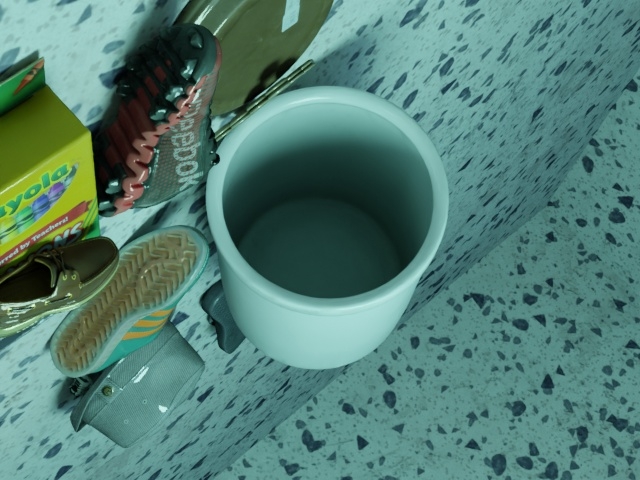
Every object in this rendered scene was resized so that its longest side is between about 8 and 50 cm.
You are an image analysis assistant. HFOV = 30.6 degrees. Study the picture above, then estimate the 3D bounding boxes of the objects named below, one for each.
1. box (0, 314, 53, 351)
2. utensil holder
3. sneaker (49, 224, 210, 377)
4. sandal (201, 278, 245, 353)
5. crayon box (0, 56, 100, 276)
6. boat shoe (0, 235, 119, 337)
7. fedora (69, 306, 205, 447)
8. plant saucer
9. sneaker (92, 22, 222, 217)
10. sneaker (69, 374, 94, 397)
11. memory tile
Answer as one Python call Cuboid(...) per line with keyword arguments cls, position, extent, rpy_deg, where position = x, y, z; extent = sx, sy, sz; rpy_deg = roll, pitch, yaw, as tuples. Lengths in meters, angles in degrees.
Cuboid(cls="box", position=(-0.362, 0.087, 1.394), extent=(0.116, 0.029, 0.162), rpy_deg=(-36, -163, -11))
Cuboid(cls="utensil holder", position=(0.000, 0.000, 1.736), extent=(0.327, 0.327, 0.385), rpy_deg=(-40, 168, -15))
Cuboid(cls="sneaker", position=(-0.259, 0.081, 1.688), extent=(0.302, 0.108, 0.121), rpy_deg=(-41, 168, 20))
Cuboid(cls="sandal", position=(-0.173, 0.131, 2.167), extent=(0.097, 0.054, 0.254), rpy_deg=(-47, 157, -18))
Cuboid(cls="crayon box", position=(-0.335, -0.029, 1.214), extent=(0.202, 0.081, 0.318), rpy_deg=(-38, 164, -22))
Cuboid(cls="boat shoe", position=(-0.286, 0.042, 1.250), extent=(0.178, 0.064, 0.060), rpy_deg=(-30, 162, -35))
Cuboid(cls="fedora", position=(-0.282, 0.235, 1.915), extent=(0.275, 0.124, 0.244), rpy_deg=(-49, 178, 3))
Cuboid(cls="plant saucer", position=(-0.078, -0.247, 1.383), extent=(0.278, 0.041, 0.278), rpy_deg=(-41, 164, -14))
Cuboid(cls="sneaker", position=(-0.164, -0.133, 1.304), extent=(0.135, 0.098, 0.276), rpy_deg=(-3, 143, -39))
Cuboid(cls="sneaker", position=(-0.388, 0.235, 1.891), extent=(0.037, 0.032, 0.083), rpy_deg=(-39, 164, -20))
Cuboid(cls="memory tile", position=(-0.075, -0.181, 1.507), extent=(0.148, 0.012, 0.113), rpy_deg=(-34, -173, 37))
